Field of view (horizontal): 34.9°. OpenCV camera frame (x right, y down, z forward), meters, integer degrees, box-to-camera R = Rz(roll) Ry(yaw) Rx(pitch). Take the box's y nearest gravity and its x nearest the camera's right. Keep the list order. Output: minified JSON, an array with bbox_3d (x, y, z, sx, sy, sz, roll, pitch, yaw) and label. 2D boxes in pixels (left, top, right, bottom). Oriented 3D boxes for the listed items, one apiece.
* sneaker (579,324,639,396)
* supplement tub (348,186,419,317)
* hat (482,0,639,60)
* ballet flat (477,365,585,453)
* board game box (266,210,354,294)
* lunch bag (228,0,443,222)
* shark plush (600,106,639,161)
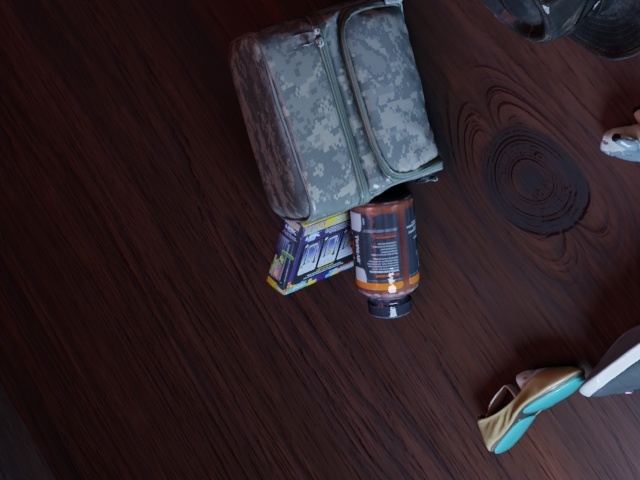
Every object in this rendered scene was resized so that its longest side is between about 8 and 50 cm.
[{"bbox_3d":[0.458,0.177,1.328,0.147,0.104,0.296,42,147,5],"label":"sneaker"},{"bbox_3d":[0.102,0.020,1.614,0.106,0.106,0.198,9,112,42],"label":"supplement tub"},{"bbox_3d":[0.252,-0.337,1.203,0.331,0.134,0.331,56,169,16],"label":"hat"},{"bbox_3d":[0.305,0.238,1.531,0.232,0.080,0.073,-55,52,40],"label":"ballet flat"},{"bbox_3d":[0.000,0.000,1.658,0.048,0.170,0.141,37,128,29],"label":"board game box"},{"bbox_3d":[0.030,-0.201,1.497,0.212,0.256,0.305,4,112,71],"label":"lunch bag"},{"bbox_3d":[0.439,-0.111,1.297,0.161,0.073,0.067,19,141,15],"label":"shark plush"}]
